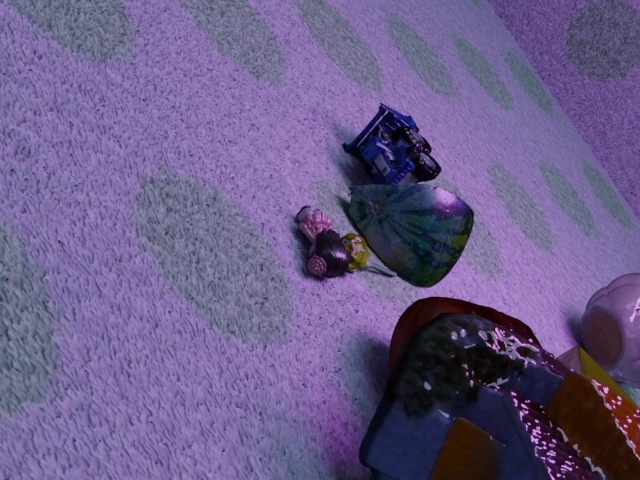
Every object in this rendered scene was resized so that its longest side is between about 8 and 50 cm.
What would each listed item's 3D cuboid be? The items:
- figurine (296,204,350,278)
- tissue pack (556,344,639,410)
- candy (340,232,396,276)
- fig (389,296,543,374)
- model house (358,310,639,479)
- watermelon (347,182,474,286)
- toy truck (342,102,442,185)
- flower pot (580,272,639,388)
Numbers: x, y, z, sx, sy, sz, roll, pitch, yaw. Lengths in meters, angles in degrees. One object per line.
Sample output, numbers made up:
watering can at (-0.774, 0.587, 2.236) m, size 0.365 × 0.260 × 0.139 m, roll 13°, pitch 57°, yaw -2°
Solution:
figurine at (0.000, 0.000, 1.580) m, size 0.072 × 0.054 × 0.129 m, roll 21°, pitch 37°, yaw -42°
tissue pack at (0.457, 0.349, 1.773) m, size 0.275 × 0.167 × 0.200 m, roll 46°, pitch 26°, yaw -16°
candy at (0.077, 0.036, 1.684) m, size 0.058 × 0.062 × 0.194 m, roll 15°, pitch -6°, yaw 31°
fig at (0.210, 0.195, 1.513) m, size 0.224 × 0.224 × 0.263 m, roll 27°, pitch 33°, yaw -43°
model house at (0.280, 0.285, 1.242) m, size 0.360 × 0.297 × 0.339 m, roll 33°, pitch -6°, yaw -33°
watermelon at (0.168, -0.027, 1.793) m, size 0.231 × 0.146 × 0.128 m, roll 32°, pitch 32°, yaw -40°
toy truck at (0.120, -0.153, 1.899) m, size 0.126 × 0.113 × 0.208 m, roll 32°, pitch 22°, yaw -26°
flower pot at (0.672, 0.191, 2.269) m, size 0.195 × 0.246 × 0.246 m, roll -8°, pitch 58°, yaw -26°
